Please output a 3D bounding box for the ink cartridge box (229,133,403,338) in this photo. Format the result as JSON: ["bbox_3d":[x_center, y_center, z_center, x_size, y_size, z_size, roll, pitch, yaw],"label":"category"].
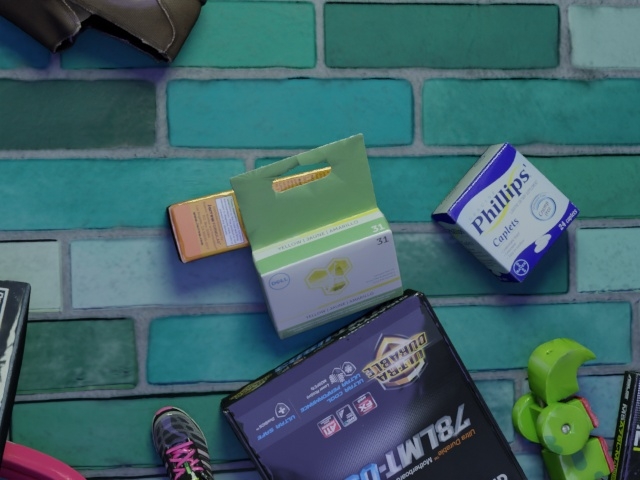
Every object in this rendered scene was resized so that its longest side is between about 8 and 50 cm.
[{"bbox_3d":[0.000,0.000,1.396,0.171,0.056,0.235,-19,135,-6],"label":"ink cartridge box"}]

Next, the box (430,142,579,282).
[{"bbox_3d":[0.239,-0.035,1.499,0.137,0.072,0.126,42,83,-8],"label":"box"}]

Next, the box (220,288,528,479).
[{"bbox_3d":[0.070,0.258,1.474,0.295,0.073,0.293,-30,95,-8],"label":"box"}]

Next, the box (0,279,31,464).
[{"bbox_3d":[-0.490,0.188,1.257,0.294,0.182,0.296,10,57,-10],"label":"box"}]

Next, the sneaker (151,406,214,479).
[{"bbox_3d":[-0.161,0.287,1.429,0.063,0.075,0.170,-19,94,-9],"label":"sneaker"}]

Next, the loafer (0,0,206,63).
[{"bbox_3d":[-0.317,-0.290,1.363,0.366,0.134,0.130,10,89,-10],"label":"loafer"}]

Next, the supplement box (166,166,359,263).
[{"bbox_3d":[-0.070,-0.035,1.441,0.233,0.078,0.080,-16,94,-9],"label":"supplement box"}]

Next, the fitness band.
[{"bbox_3d":[-0.392,0.333,1.336,0.291,0.054,0.209,18,49,0],"label":"fitness band"}]

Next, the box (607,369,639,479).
[{"bbox_3d":[0.492,0.279,1.563,0.191,0.045,0.184,10,91,-11],"label":"box"}]

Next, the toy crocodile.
[{"bbox_3d":[0.335,0.296,1.499,0.105,0.115,0.340,-17,93,-10],"label":"toy crocodile"}]
